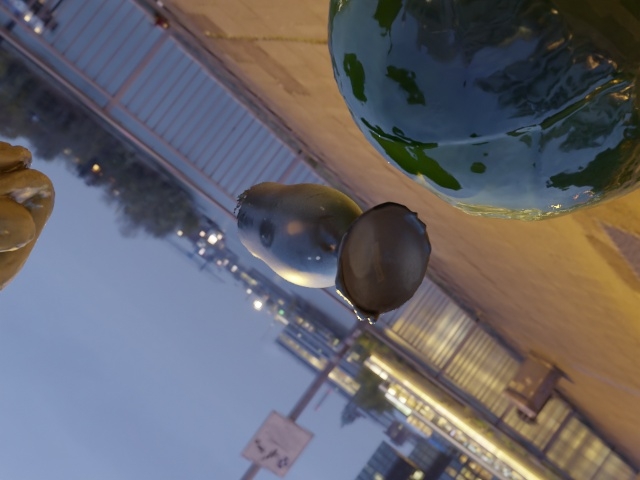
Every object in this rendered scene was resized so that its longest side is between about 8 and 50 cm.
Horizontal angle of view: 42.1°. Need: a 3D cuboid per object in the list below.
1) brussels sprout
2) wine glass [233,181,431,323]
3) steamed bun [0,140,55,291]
[{"bbox_3d":[0.151,-0.188,0.699,0.281,0.289,0.355,-16,-87,-69],"label":"brussels sprout"},{"bbox_3d":[0.000,0.000,0.777,0.103,0.103,0.222,40,169,-31],"label":"wine glass"},{"bbox_3d":[-0.532,-0.022,1.044,0.372,0.325,0.230,23,-147,-40],"label":"steamed bun"}]
